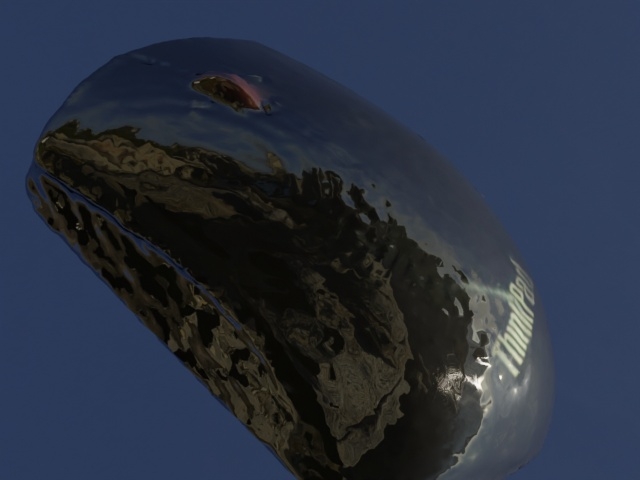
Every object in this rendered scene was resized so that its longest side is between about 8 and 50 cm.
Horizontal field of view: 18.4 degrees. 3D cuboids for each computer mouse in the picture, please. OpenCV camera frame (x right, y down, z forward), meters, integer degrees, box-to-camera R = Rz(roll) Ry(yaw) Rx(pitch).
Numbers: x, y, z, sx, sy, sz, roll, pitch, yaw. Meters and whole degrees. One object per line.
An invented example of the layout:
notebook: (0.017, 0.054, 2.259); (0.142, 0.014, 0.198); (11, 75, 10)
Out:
computer mouse: (0.000, 0.000, 0.909); (0.269, 0.170, 0.100); (42, -51, 18)
